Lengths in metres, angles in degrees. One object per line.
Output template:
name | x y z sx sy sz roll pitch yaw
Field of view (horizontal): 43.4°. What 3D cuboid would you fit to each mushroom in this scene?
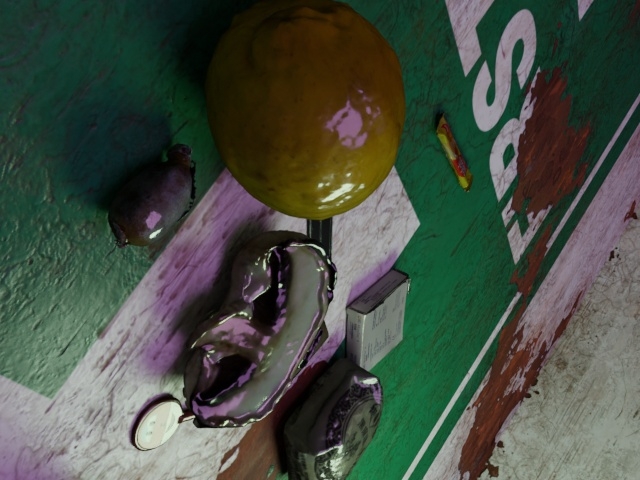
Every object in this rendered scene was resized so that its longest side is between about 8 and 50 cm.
mushroom | -0.113 0.134 1.304 0.248 0.130 0.344 9 105 -42

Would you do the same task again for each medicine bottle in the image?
medicine bottle | 0.126 0.183 1.767 0.171 0.052 0.201 -37 142 -37

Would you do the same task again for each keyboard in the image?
keyboard | 0.000 0.000 1.472 0.067 0.011 0.202 -34 139 -37

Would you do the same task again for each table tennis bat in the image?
table tennis bat | -0.247 0.295 1.322 0.155 0.019 0.098 -4 117 -52

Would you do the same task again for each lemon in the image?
lemon | -0.015 -0.163 1.071 0.285 0.286 0.316 -37 126 -37

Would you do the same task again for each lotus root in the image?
lotus root | -0.211 -0.054 1.045 0.165 0.088 0.088 -56 150 -31

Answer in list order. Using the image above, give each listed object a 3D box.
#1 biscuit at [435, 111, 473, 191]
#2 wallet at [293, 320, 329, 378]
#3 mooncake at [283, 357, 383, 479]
biscuit | 0.291 -0.187 1.757 0.292 0.026 0.048 46 54 -59
wallet | -0.060 0.225 1.535 0.198 0.031 0.110 -47 146 -24
mooncake | 0.033 0.406 1.718 0.250 0.136 0.254 -48 147 -30
